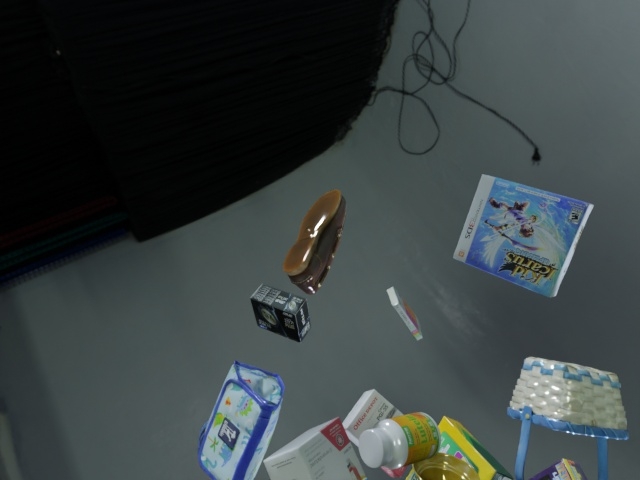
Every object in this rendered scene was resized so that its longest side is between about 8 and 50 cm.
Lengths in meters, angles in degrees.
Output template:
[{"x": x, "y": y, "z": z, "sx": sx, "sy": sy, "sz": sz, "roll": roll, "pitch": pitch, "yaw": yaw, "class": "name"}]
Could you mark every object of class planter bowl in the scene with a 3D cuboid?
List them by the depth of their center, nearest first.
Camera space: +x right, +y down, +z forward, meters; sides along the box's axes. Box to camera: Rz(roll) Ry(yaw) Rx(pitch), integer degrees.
[{"x": 0.404, "y": 0.795, "z": 1.451, "sx": 0.217, "sy": 0.217, "sz": 0.090, "roll": 17, "pitch": 102, "yaw": 61, "class": "planter bowl"}]

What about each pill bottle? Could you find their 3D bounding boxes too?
[{"x": 0.236, "y": 0.603, "z": 1.334, "sx": 0.136, "sy": 0.245, "sz": 0.136, "roll": -11, "pitch": 75, "yaw": 50, "class": "pill bottle"}]

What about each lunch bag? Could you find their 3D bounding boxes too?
[{"x": -0.106, "y": 0.256, "z": 0.616, "sx": 0.096, "sy": 0.129, "sz": 0.151, "roll": 22, "pitch": 178, "yaw": -17, "class": "lunch bag"}]

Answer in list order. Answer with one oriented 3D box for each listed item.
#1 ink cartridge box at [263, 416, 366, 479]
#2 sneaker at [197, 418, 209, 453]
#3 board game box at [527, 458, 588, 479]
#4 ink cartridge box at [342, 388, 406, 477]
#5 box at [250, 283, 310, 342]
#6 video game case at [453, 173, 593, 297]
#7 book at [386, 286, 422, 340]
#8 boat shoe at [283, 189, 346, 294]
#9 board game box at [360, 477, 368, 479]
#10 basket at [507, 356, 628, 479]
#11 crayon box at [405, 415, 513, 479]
[{"x": 0.026, "y": 0.816, "z": 1.421, "sx": 0.160, "sy": 0.279, "sz": 0.385, "roll": -33, "pitch": 74, "yaw": 25, "class": "ink cartridge box"}, {"x": -0.163, "y": 0.362, "z": 0.810, "sx": 0.221, "sy": 0.083, "sz": 0.087, "roll": -50, "pitch": 24, "yaw": 29, "class": "sneaker"}, {"x": 0.416, "y": 0.490, "z": 0.757, "sx": 0.141, "sy": 0.048, "sz": 0.170, "roll": -55, "pitch": 21, "yaw": 31, "class": "board game box"}, {"x": 0.253, "y": 0.789, "z": 1.828, "sx": 0.283, "sy": 0.207, "sz": 0.117, "roll": 40, "pitch": 154, "yaw": 6, "class": "ink cartridge box"}, {"x": -0.133, "y": 0.246, "z": 1.501, "sx": 0.180, "sy": 0.077, "sz": 0.147, "roll": 16, "pitch": 134, "yaw": 24, "class": "box"}, {"x": 0.512, "y": -0.018, "z": 1.152, "sx": 0.269, "sy": 0.061, "sz": 0.244, "roll": 25, "pitch": 107, "yaw": 36, "class": "video game case"}, {"x": 0.251, "y": 0.216, "z": 1.317, "sx": 0.144, "sy": 0.035, "sz": 0.096, "roll": 54, "pitch": -168, "yaw": -19, "class": "book"}, {"x": 0.000, "y": 0.000, "z": 0.789, "sx": 0.073, "sy": 0.207, "sz": 0.073, "roll": -9, "pitch": 133, "yaw": 42, "class": "boat shoe"}, {"x": 0.042, "y": 0.330, "z": 0.483, "sx": 0.103, "sy": 0.026, "sz": 0.154, "roll": 64, "pitch": -168, "yaw": 26, "class": "board game box"}, {"x": 0.579, "y": 0.437, "z": 1.043, "sx": 0.201, "sy": 0.254, "sz": 0.289, "roll": 152, "pitch": 133, "yaw": -65, "class": "basket"}, {"x": 0.485, "y": 0.906, "z": 1.643, "sx": 0.106, "sy": 0.363, "sz": 0.313, "roll": 29, "pitch": -177, "yaw": -21, "class": "crayon box"}]
